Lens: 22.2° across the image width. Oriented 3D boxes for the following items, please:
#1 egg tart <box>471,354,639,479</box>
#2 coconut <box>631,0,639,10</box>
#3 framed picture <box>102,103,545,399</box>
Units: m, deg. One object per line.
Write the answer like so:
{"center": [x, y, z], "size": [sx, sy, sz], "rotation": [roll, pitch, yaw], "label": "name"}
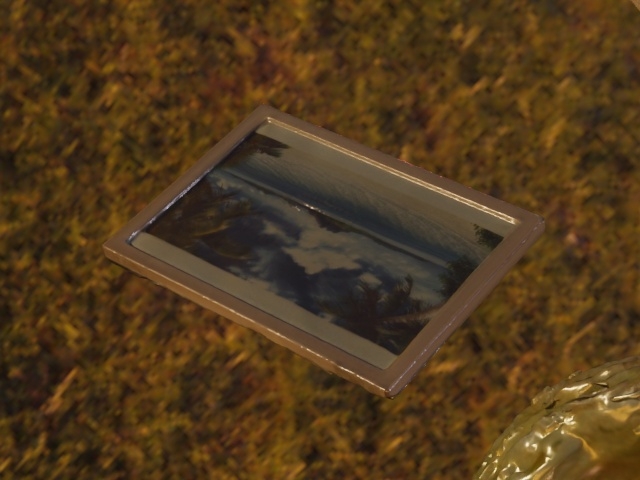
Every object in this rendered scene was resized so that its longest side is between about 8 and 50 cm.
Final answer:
{"center": [0.123, 0.131, 0.541], "size": [0.197, 0.197, 0.078], "rotation": [64, 16, 20], "label": "egg tart"}
{"center": [0.276, -0.218, 1.003], "size": [0.222, 0.202, 0.202], "rotation": [-9, 64, -45], "label": "coconut"}
{"center": [0.000, 0.000, 1.406], "size": [0.315, 0.024, 0.232], "rotation": [25, 53, 29], "label": "framed picture"}
